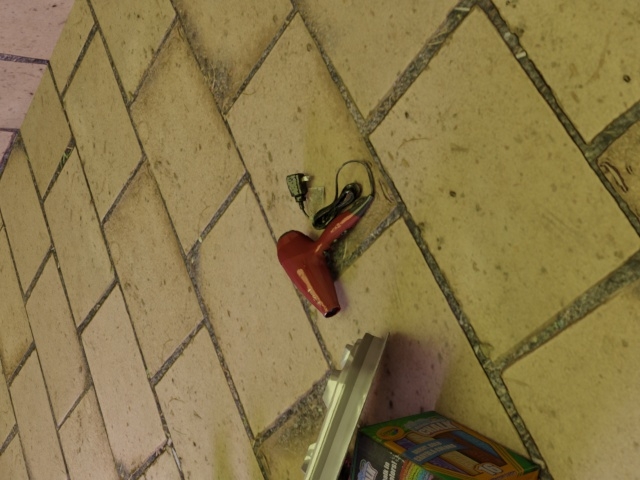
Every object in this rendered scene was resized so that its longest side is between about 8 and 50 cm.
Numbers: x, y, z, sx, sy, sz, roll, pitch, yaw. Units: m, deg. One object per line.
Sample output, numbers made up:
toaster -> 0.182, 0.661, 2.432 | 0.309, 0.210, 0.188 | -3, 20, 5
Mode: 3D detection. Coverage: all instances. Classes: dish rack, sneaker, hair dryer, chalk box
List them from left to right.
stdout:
hair dryer -> 0.000, 0.000, 1.502 | 0.224, 0.080, 0.293 | -2, 90, 49
dish rack -> 0.024, 0.316, 1.323 | 0.072, 0.285, 0.332 | 21, 101, 7
sneaker -> 0.043, 0.426, 1.498 | 0.057, 0.047, 0.119 | -21, 74, 25
chalk box -> 0.162, 0.388, 1.247 | 0.289, 0.179, 0.180 | 21, 108, 49
